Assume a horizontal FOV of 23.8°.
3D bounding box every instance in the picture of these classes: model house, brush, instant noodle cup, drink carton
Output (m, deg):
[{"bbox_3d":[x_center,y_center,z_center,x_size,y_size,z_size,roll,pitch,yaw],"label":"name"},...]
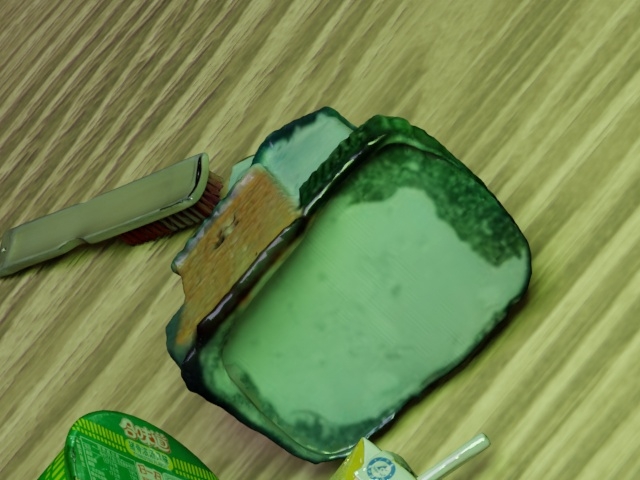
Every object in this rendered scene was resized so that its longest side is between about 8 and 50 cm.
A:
[{"bbox_3d":[0.000,0.000,1.227,0.253,0.184,0.291,-49,26,8],"label":"model house"},{"bbox_3d":[-0.213,-0.015,1.499,0.321,0.050,0.060,-17,51,41],"label":"brush"},{"bbox_3d":[-0.187,0.278,1.137,0.233,0.207,0.207,-42,40,16],"label":"instant noodle cup"},{"bbox_3d":[0.033,0.199,1.083,0.074,0.084,0.200,37,85,34],"label":"drink carton"}]
